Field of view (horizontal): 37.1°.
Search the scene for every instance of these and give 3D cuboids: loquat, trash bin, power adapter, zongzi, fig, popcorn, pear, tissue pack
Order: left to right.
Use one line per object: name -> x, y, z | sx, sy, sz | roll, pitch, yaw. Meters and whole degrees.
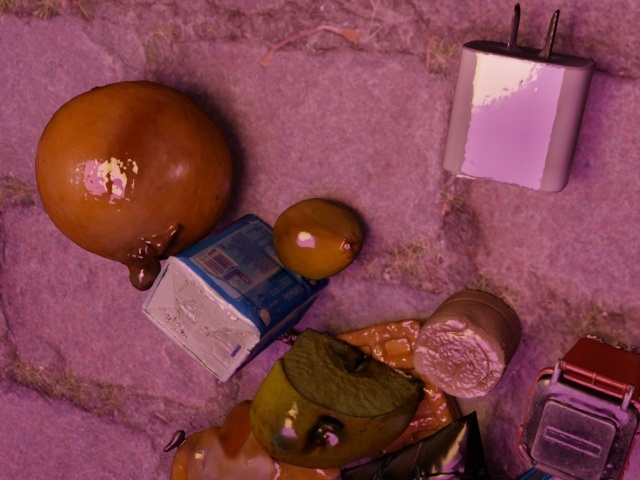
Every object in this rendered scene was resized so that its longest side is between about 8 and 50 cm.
loquat -> -0.305, -0.089, 1.595 | 0.329, 0.328, 0.359 | -20, 70, 29
tissue pack -> -0.140, 0.090, 1.614 | 0.198, 0.263, 0.146 | 40, 118, 8
popcorn -> -0.100, 0.425, 1.734 | 0.316, 0.281, 0.297 | 22, 77, 47
fig -> -0.004, -0.004, 1.601 | 0.153, 0.120, 0.136 | -17, 119, 11
pear -> 0.018, 0.288, 1.548 | 0.238, 0.255, 0.164 | 26, 114, 10
zongzi -> 0.249, 0.507, 1.600 | 0.319, 0.362, 0.383 | -30, 64, 44
power adapter -> 0.293, -0.215, 1.398 | 0.187, 0.124, 0.255 | 14, 111, 19
trash bin -> 0.407, 0.235, 1.425 | 0.161, 0.239, 0.184 | 19, 116, 21

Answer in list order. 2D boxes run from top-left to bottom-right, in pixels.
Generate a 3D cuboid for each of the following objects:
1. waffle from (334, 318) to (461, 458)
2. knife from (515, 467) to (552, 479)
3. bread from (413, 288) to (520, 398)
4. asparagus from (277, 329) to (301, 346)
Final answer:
waffle -> 0.144, 0.267, 1.659 | 0.168, 0.057, 0.274 | -16, 100, 28
knife -> 0.391, 0.381, 1.600 | 0.044, 0.026, 0.296 | 41, 119, -5
bread -> 0.237, 0.164, 1.534 | 0.148, 0.141, 0.133 | 22, 115, 17
asparagus -> -0.047, 0.178, 1.734 | 0.165, 0.030, 0.036 | 20, 138, 16
